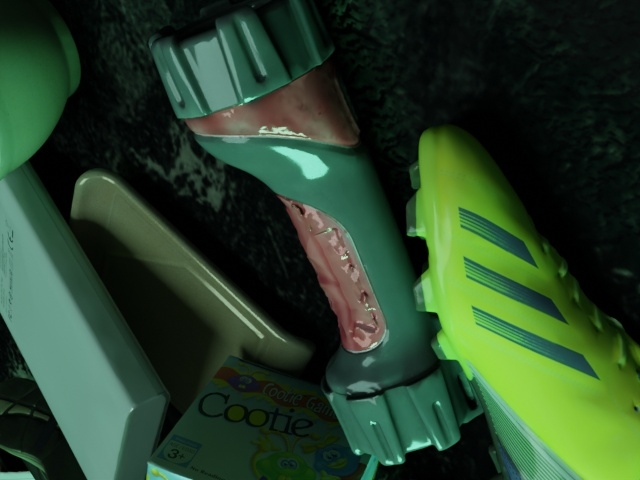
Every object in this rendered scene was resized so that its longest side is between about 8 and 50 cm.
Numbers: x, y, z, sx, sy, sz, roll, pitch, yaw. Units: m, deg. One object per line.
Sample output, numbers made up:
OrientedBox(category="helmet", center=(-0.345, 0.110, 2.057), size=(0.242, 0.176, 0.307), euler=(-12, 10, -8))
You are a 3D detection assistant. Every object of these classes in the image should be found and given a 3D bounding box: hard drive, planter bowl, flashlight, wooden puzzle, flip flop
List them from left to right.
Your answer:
OrientedBox(category="planter bowl", center=(-0.257, -0.135, 0.699), size=(0.162, 0.109, 0.162), euler=(27, 137, 29))
OrientedBox(category="hard drive", center=(-0.236, 0.071, 0.808), size=(0.307, 0.040, 0.203), euler=(52, 144, 25))
OrientedBox(category="flip flop", center=(-0.295, 0.250, 1.074), size=(0.277, 0.112, 0.080), euler=(19, 158, 32))
OrientedBox(category="wooden puzzle", center=(-0.124, 0.069, 0.793), size=(0.238, 0.044, 0.221), euler=(38, 141, 9))
OrientedBox(category="flashlight", center=(0.000, 0.000, 0.554), size=(0.103, 0.103, 0.304), euler=(2, 121, 46))

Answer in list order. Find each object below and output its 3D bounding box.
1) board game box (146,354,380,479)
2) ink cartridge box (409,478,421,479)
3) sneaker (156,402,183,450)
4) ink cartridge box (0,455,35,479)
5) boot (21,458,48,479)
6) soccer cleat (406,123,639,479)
OrientedBox(category="board game box", center=(-0.051, 0.257, 0.708), size=(0.144, 0.142, 0.275), euler=(16, 118, 13))
OrientedBox(category="ink cartridge box", center=(0.140, 0.258, 0.644), size=(0.190, 0.082, 0.139), euler=(-6, 116, 49))
OrientedBox(category="sneaker", center=(-0.083, 0.261, 0.878), size=(0.131, 0.112, 0.319), euler=(-33, 95, 32))
OrientedBox(category="ink cartridge box", center=(-0.454, 0.460, 1.446), size=(0.385, 0.091, 0.308), euler=(-9, 114, 30))
OrientedBox(category="boot", center=(-0.341, 0.349, 1.227), size=(0.137, 0.077, 0.198), euler=(-8, 101, 53))
OrientedBox(category="soccer cleat", center=(0.131, 0.062, 0.508), size=(0.121, 0.093, 0.289), euler=(-17, 106, 18))
